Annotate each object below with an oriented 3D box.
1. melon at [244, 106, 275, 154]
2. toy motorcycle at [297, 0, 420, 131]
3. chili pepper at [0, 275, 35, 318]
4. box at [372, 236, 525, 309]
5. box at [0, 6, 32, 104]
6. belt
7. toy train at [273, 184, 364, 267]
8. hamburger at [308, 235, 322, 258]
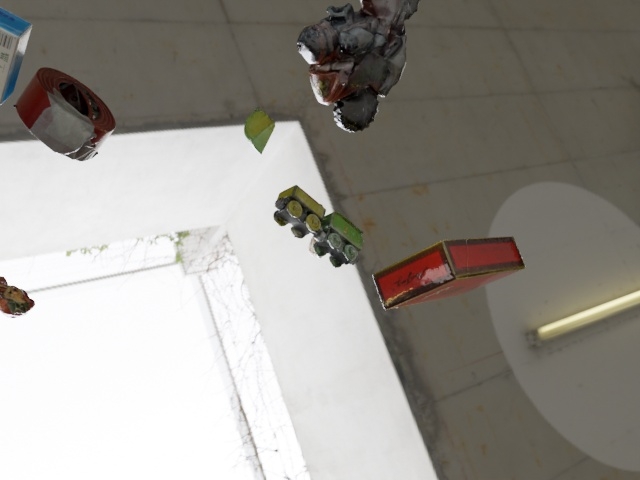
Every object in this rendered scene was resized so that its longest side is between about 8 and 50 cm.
[{"bbox_3d":[-0.191,-0.357,1.831,0.053,0.114,0.261,36,-161,-30],"label":"melon"},{"bbox_3d":[0.074,-0.387,0.985,0.207,0.400,0.134,11,-163,-42],"label":"toy motorcycle"},{"bbox_3d":[-0.524,0.094,0.995,0.059,0.268,0.050,11,-89,-40],"label":"chili pepper"},{"bbox_3d":[0.223,0.052,1.021,0.240,0.153,0.074,-3,-107,-47],"label":"box"},{"bbox_3d":[-0.720,-0.407,1.279,0.139,0.194,0.073,27,-141,-18],"label":"box"},{"bbox_3d":[-0.660,-0.326,1.553,0.227,0.115,0.323,31,-164,-35],"label":"belt"},{"bbox_3d":[-0.002,-0.026,1.090,0.202,0.060,0.081,38,-131,-29],"label":"toy train"},{"bbox_3d":[0.000,0.000,1.400,0.044,0.083,0.076,23,-129,0],"label":"hamburger"}]
